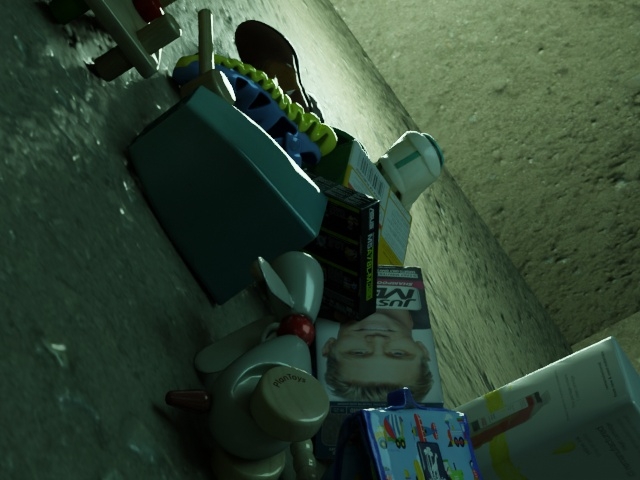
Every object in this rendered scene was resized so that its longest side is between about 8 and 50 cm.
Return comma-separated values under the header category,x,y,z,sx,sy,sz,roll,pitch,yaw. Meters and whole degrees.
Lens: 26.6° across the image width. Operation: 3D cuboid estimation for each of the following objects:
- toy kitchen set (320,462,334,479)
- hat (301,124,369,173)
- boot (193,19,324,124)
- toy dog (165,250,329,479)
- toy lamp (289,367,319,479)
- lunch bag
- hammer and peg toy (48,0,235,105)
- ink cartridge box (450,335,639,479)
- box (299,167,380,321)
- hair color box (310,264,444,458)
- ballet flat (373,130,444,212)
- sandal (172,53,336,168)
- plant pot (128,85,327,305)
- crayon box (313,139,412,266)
category,x,y,z,sx,sy,sz,roll,pitch,yaw
toy kitchen set,0.078,0.338,1.677,0.122,0.166,0.207,45,21,-42
hat,-0.007,-0.097,2.500,0.208,0.183,0.173,-11,50,-30
boot,-0.139,-0.290,2.356,0.280,0.096,0.264,-1,63,-58
toy dog,-0.086,0.132,1.542,0.161,0.220,0.334,23,17,-13
toy lamp,-0.019,0.267,1.660,0.080,0.080,0.275,48,19,-40
lunch bag,0.106,0.322,1.589,0.221,0.138,0.293,8,72,-51
hammer and peg toy,-0.267,-0.326,1.855,0.361,0.127,0.266,54,14,-26
ink cartridge box,0.372,0.368,2.193,0.279,0.384,0.160,51,20,-33
box,0.000,0.000,1.931,0.045,0.190,0.184,-25,126,-41
hair color box,0.074,0.166,1.939,0.347,0.173,0.105,-94,-175,-59
ballet flat,0.108,-0.079,2.537,0.139,0.139,0.400,64,-22,14
sandal,-0.110,-0.182,2.142,0.317,0.138,0.126,34,-16,-32
plant pot,-0.131,-0.075,1.782,0.234,0.165,0.166,52,16,-12
crayon box,0.053,0.014,2.264,0.203,0.083,0.323,52,33,-32
